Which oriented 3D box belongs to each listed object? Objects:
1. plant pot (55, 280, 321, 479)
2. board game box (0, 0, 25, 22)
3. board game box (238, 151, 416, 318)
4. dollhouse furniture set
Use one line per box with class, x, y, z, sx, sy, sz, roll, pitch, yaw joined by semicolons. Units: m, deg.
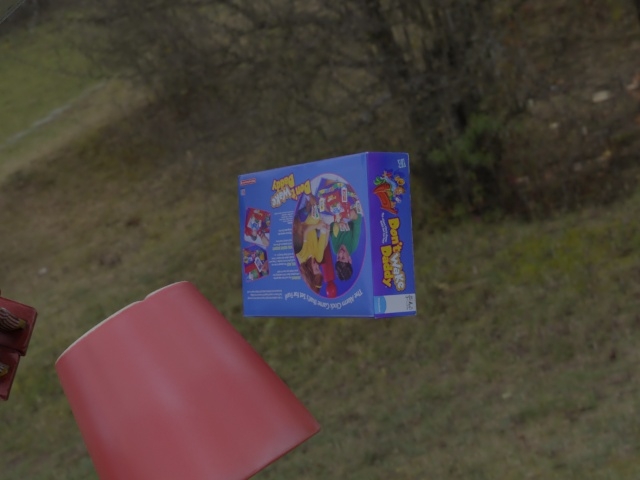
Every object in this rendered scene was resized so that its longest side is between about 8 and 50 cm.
plant pot;-0.175;0.201;1.401;0.275;0.243;0.275;-34;-7;-5
board game box;-0.507;-0.354;1.661;0.390;0.050;0.390;-44;7;-6
board game box;0.000;0.000;1.766;0.078;0.233;0.347;-1;-2;-36
dollhouse furniture set;-0.642;0.108;1.764;0.374;0.201;0.152;17;78;9
